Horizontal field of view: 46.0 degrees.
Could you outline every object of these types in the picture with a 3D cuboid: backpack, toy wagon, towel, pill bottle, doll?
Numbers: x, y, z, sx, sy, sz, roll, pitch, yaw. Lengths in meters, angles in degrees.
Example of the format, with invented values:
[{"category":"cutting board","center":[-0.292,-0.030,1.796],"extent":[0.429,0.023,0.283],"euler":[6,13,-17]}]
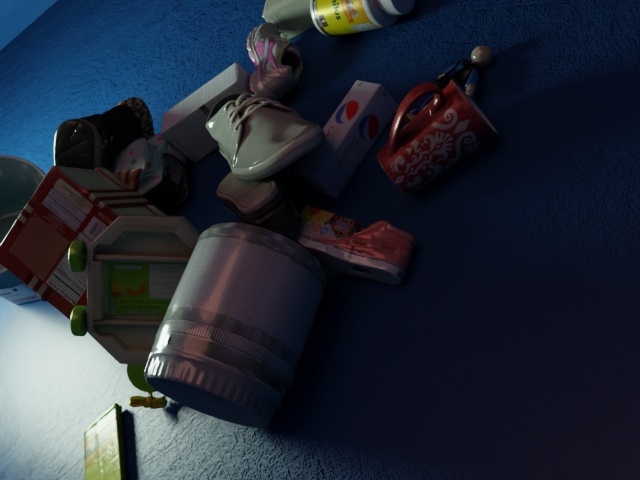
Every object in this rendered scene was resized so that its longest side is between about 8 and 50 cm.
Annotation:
[{"category":"backpack","center":[-0.391,-0.153,1.724],"extent":[0.166,0.144,0.188],"euler":[-33,35,28]},{"category":"toy wagon","center":[-0.305,0.127,1.341],"extent":[0.068,0.267,0.344],"euler":[-90,2,-80]},{"category":"towel","center":[-0.384,0.411,1.347],"extent":[0.102,0.021,0.237],"euler":[-42,39,17]},{"category":"pill bottle","center":[0.088,-0.494,1.561],"extent":[0.215,0.117,0.117],"euler":[3,61,45]},{"category":"doll","center":[0.224,-0.263,1.296],"extent":[0.189,0.046,0.129],"euler":[-41,29,0]}]

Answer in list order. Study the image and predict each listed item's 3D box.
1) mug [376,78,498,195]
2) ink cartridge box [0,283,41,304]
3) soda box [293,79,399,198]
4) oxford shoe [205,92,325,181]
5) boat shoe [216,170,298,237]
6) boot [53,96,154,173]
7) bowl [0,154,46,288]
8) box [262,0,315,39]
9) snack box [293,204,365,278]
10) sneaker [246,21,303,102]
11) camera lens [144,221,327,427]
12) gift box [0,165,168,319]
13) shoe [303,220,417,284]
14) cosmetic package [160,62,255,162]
[{"category":"mug","center":[0.169,-0.171,1.201],"extent":[0.169,0.150,0.113],"euler":[-40,14,18]},{"category":"ink cartridge box","center":[-0.780,0.074,1.858],"extent":[0.148,0.203,0.086],"euler":[-13,53,38]},{"category":"soda box","center":[0.049,-0.187,1.384],"extent":[0.074,0.069,0.216],"euler":[24,78,51]},{"category":"oxford shoe","center":[-0.124,-0.211,1.432],"extent":[0.169,0.130,0.449],"euler":[-30,22,-11]},{"category":"boat shoe","center":[-0.119,-0.074,1.425],"extent":[0.112,0.095,0.335],"euler":[-35,21,-3]},{"category":"boot","center":[-0.528,-0.156,1.832],"extent":[0.138,0.377,0.284],"euler":[17,31,11]},{"category":"bowl","center":[-0.710,-0.017,1.668],"extent":[0.312,0.163,0.311],"euler":[-2,62,5]},{"category":"box","center":[0.004,-0.573,1.727],"extent":[0.275,0.094,0.113],"euler":[-16,49,34]},{"category":"snack box","center":[0.000,0.000,1.300],"extent":[0.141,0.037,0.100],"euler":[20,75,50]},{"category":"sneaker","center":[-0.092,-0.404,1.685],"extent":[0.111,0.103,0.252],"euler":[-25,50,22]},{"category":"camera lens","center":[-0.125,0.125,1.171],"extent":[0.219,0.219,0.274],"euler":[-4,57,42]},{"category":"gift box","center":[-0.425,-0.004,1.498],"extent":[0.276,0.255,0.258],"euler":[-49,-6,7]},{"category":"shoe","center":[0.063,0.009,1.193],"extent":[0.178,0.063,0.081],"euler":[14,64,28]},{"category":"cosmetic package","center":[-0.238,-0.286,1.705],"extent":[0.231,0.117,0.085],"euler":[-31,40,23]}]
